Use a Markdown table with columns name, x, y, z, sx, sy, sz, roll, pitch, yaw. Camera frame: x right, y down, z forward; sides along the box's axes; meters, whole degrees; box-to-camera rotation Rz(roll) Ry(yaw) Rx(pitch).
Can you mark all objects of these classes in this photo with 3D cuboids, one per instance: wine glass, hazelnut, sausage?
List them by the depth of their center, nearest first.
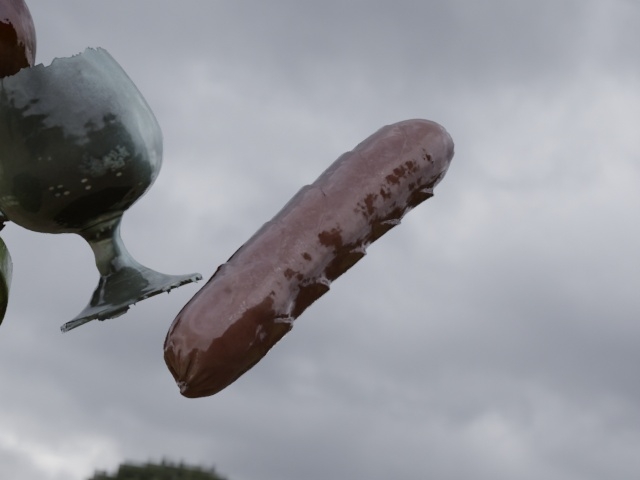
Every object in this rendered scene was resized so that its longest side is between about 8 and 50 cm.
| name | x | y | z | sx | sy | sz | roll | pitch | yaw |
| --- | --- | --- | --- | --- | --- | --- | --- | --- | --- |
| sausage | 0.000 | -0.002 | 1.309 | 0.088 | 0.433 | 0.087 | 21 | -49 | 26 |
| wine glass | -0.289 | -0.064 | 1.853 | 0.238 | 0.322 | 0.238 | -19 | 2 | 1 |
| hazelnut | -0.541 | -0.302 | 2.297 | 0.212 | 0.180 | 0.181 | -9 | -32 | -15 |

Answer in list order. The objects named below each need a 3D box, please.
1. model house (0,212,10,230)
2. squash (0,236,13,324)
| name | x | y | z | sx | sy | sz | roll | pitch | yaw |
| --- | --- | --- | --- | --- | --- | --- | --- | --- | --- |
| model house | -0.518 | -0.032 | 2.042 | 0.165 | 0.106 | 0.152 | 39 | -48 | -5 |
| squash | -0.484 | 0.048 | 1.733 | 0.252 | 0.049 | 0.252 | -3 | -42 | -2 |
